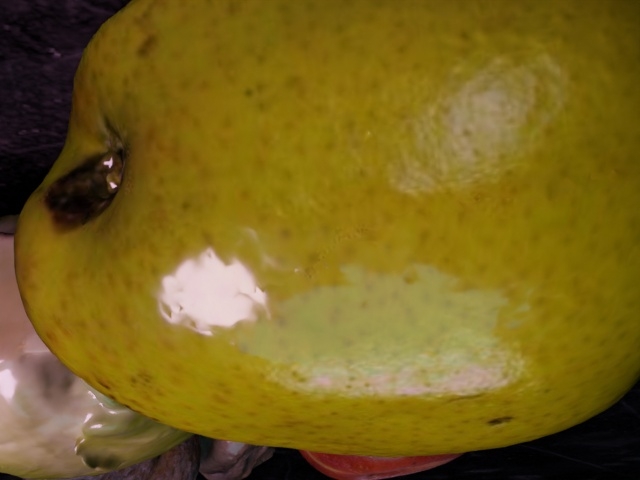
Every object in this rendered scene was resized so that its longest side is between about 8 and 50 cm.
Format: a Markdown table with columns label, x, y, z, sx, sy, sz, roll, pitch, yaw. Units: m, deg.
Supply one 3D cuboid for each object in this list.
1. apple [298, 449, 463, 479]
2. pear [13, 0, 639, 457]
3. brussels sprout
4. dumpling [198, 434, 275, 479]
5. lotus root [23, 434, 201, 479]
| label | x | y | z | sx | sy | sz | roll | pitch | yaw |
| --- | --- | --- | --- | --- | --- | --- | --- | --- | --- |
| apple | 0.061 | 0.156 | 0.939 | 0.201 | 0.162 | 0.201 | -11 | 161 | -4 |
| pear | 0.000 | 0.000 | 0.496 | 0.318 | 0.238 | 0.342 | -6 | 157 | -11 |
| brussels sprout | -0.172 | 0.072 | 0.661 | 0.244 | 0.244 | 0.244 | -1 | 156 | -1 |
| dumpling | -0.134 | 0.280 | 1.284 | 0.166 | 0.086 | 0.332 | -2 | 152 | -7 |
| lotus root | -0.259 | 0.240 | 1.093 | 0.175 | 0.175 | 0.349 | -12 | 153 | 22 |
